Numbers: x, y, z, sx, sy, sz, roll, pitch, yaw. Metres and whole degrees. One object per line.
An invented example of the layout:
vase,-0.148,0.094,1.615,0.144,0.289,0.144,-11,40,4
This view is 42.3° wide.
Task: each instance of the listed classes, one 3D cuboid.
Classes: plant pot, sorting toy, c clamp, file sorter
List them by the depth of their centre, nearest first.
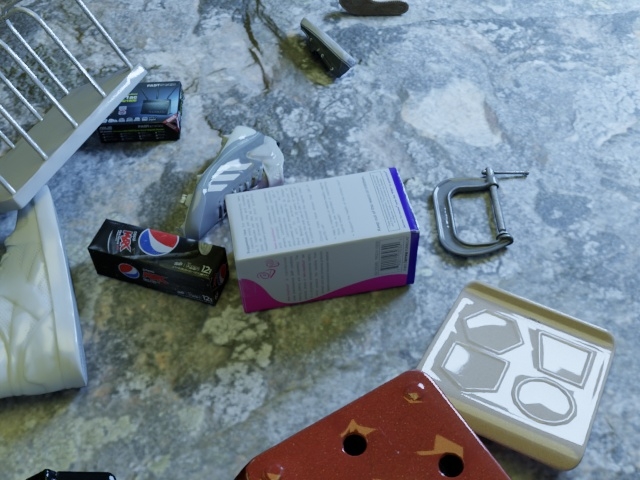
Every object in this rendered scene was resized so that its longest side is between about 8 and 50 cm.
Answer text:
plant pot,0.060,0.273,0.731,0.267,0.236,0.267,-26,56,-18
sorting toy,0.219,0.147,0.937,0.193,0.038,0.208,21,43,18
file sorter,-0.414,-0.185,1.100,0.192,0.173,0.278,-7,41,43
c clamp,0.220,-0.042,1.113,0.137,0.022,0.161,2,51,3

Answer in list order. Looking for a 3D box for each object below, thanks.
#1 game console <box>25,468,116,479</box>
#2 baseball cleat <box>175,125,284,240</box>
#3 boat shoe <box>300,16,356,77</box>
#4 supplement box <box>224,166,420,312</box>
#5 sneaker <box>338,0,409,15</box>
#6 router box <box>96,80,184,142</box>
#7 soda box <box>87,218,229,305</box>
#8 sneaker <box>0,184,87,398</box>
game console,-0.273,0.307,0.855,0.107,0.071,0.122,-28,49,17
baseball cleat,-0.111,-0.075,1.118,0.109,0.072,0.206,18,57,7
boat shoe,0.002,-0.308,1.316,0.040,0.049,0.142,-49,52,12
supplement box,0.000,0.000,1.028,0.220,0.111,0.114,-10,52,-7
sneaker,0.089,-0.417,1.401,0.118,0.042,0.067,4,55,-6
router box,-0.267,-0.192,1.233,0.122,0.038,0.092,-3,51,-1
soda box,-0.203,0.026,1.045,0.168,0.060,0.053,13,52,12
sneaker,-0.385,0.058,0.994,0.169,0.108,0.293,-12,53,-12
